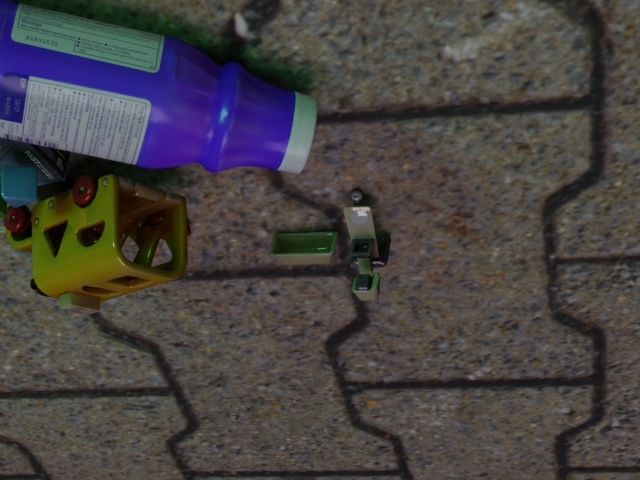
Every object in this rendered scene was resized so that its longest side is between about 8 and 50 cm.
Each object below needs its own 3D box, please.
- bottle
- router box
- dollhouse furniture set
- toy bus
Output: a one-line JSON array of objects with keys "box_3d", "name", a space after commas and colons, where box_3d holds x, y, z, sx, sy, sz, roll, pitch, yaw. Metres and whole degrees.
[{"box_3d": [-0.146, -0.114, 1.116, 0.283, 0.092, 0.118, 11, 152, -11], "name": "bottle"}, {"box_3d": [-0.291, -0.091, 1.217, 0.092, 0.038, 0.122, -11, 144, 22], "name": "router box"}, {"box_3d": [0.000, 0.000, 1.299, 0.114, 0.091, 0.081, -2, 131, 14], "name": "dollhouse furniture set"}, {"box_3d": [-0.215, 0.012, 1.267, 0.191, 0.104, 0.202, -2, 162, -4], "name": "toy bus"}]
